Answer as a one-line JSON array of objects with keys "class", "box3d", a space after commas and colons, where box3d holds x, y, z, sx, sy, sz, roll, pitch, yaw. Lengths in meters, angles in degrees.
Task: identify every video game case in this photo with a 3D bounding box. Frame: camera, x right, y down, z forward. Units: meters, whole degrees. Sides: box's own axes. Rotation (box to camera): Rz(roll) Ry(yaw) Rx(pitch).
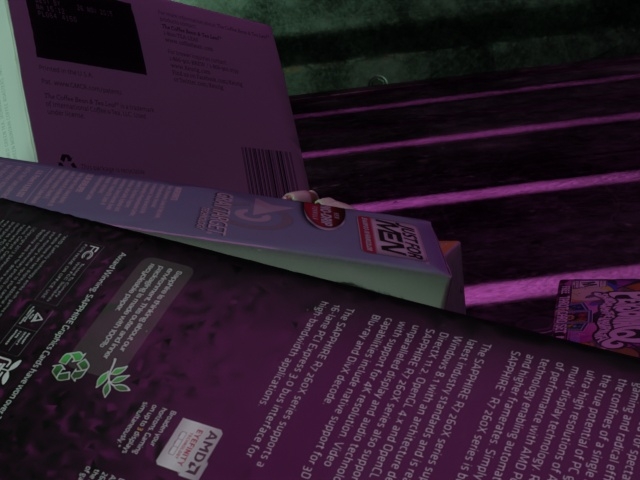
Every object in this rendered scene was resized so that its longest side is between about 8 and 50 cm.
[{"class": "video game case", "box3d": [0.297, 0.086, 0.902, 0.210, 0.042, 0.232, -1, 17, 16]}]

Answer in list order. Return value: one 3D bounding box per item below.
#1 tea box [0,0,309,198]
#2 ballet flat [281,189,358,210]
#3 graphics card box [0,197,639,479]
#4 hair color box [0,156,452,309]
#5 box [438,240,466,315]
[{"class": "tea box", "box3d": [-0.243, -0.070, 1.027, 0.323, 0.220, 0.329, -21, -14, 37]}, {"class": "ballet flat", "box3d": [0.000, 0.000, 0.918, 0.077, 0.079, 0.221, -20, 20, -33]}, {"class": "graphics card box", "box3d": [-0.018, 0.124, 0.364, 0.370, 0.094, 0.233, 13, 51, 22]}, {"class": "hair color box", "box3d": [-0.118, 0.062, 0.728, 0.374, 0.185, 0.113, 8, 18, -4]}, {"class": "box", "box3d": [0.042, 0.065, 0.987, 0.130, 0.091, 0.170, 2, 18, 27]}]
